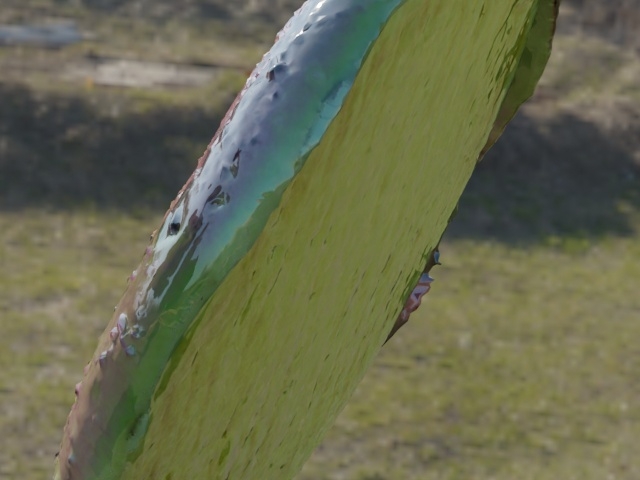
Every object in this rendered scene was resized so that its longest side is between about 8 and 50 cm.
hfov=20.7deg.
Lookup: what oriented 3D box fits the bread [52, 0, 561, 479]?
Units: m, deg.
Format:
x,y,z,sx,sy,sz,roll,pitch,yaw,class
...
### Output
x,y,z,sx,sy,sz,roll,pitch,yaw,class
0.000,0.000,0.459,0.033,0.228,0.228,33,15,12,bread
